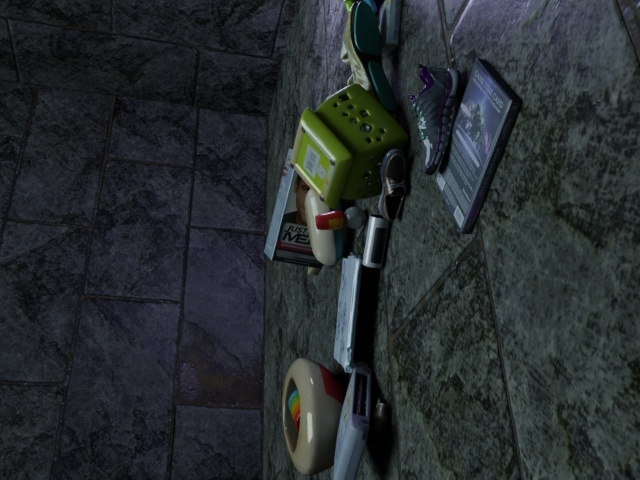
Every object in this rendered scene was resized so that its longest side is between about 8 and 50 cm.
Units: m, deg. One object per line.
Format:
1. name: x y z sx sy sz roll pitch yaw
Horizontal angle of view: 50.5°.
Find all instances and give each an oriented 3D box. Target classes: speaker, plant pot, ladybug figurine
1. speaker: 0.147 0.001 1.785 0.055 0.055 0.136 -129 47 -73
2. plant pot: 0.056 -0.233 1.753 0.227 0.207 0.228 51 148 23
3. ladybug figurine: -0.012 0.517 2.032 0.449 0.162 0.305 -125 42 -71

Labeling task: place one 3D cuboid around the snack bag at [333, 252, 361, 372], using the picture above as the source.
1. snack bag: 0.083 0.197 1.951 0.342 0.037 0.323 145 131 -85

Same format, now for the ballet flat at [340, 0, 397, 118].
1. ballet flat: 0.114 -0.479 1.848 0.123 0.123 0.348 131 128 -70

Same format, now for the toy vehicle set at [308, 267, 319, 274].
1. toy vehicle set: 0.000 0.000 2.505 0.267 0.035 0.166 117 155 -60

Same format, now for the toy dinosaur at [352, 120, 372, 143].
1. toy dinosaur: 0.137 -0.291 1.958 0.118 0.064 0.268 -138 51 -67

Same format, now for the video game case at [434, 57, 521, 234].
1. video game case: 0.288 -0.178 1.284 0.196 0.026 0.274 -101 21 -54

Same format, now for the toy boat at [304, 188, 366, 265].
1. toy boat: 0.043 -0.055 2.116 0.318 0.148 0.267 169 92 -82

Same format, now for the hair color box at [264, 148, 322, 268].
1. hair color box: -0.052 -0.107 2.316 0.113 0.185 0.374 -144 67 -67

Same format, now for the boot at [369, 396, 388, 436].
1. boot: 0.142 0.429 1.670 0.118 0.042 0.087 -171 95 -81

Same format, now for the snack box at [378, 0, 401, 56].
1. snack box: 0.190 -0.597 1.889 0.100 0.037 0.141 167 107 -76

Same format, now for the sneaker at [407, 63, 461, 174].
1. sneaker: 0.218 -0.249 1.399 0.083 0.098 0.223 71 -148 -87

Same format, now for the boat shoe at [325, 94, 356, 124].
1. boat shoe: 0.058 -0.352 2.168 0.367 0.136 0.156 156 119 -79

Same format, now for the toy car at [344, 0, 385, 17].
1. toy car: 0.133 -0.706 1.982 0.159 0.136 0.182 58 -147 -30

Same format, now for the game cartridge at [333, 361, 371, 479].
1. game cartridge: 0.081 0.465 1.713 0.297 0.062 0.198 -75 3 -69

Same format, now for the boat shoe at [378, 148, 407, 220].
1. boat shoe: 0.185 -0.132 1.666 0.066 0.066 0.183 -113 20 -56
